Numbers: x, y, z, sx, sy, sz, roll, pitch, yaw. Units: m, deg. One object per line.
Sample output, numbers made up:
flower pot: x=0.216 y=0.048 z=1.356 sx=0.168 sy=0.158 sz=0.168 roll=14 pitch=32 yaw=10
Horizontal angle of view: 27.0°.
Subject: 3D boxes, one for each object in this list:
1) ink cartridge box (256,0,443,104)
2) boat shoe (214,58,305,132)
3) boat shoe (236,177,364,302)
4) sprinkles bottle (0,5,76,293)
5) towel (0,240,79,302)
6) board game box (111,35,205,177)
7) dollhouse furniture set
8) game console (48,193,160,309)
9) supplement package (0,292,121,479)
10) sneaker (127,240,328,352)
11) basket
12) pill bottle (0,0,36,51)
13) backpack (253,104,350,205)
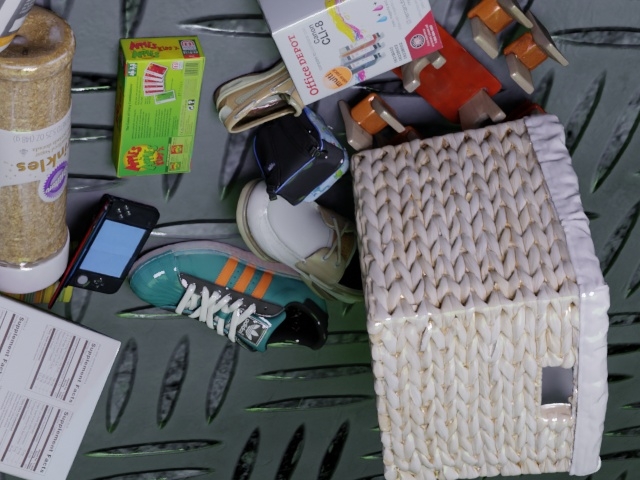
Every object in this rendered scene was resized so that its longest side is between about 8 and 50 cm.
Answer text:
ink cartridge box: x=0.025 y=-0.262 z=1.502 sx=0.176 sy=0.127 sz=0.128 roll=-23 pitch=140 yaw=3
boat shoe: x=-0.032 y=-0.180 z=1.612 sx=0.190 sy=0.072 sz=0.068 roll=-26 pitch=140 yaw=6
boat shoe: x=0.000 y=0.000 z=1.774 sx=0.103 sy=0.113 sz=0.302 roll=7 pitch=163 yaw=32
sprinkles bottle: x=-0.347 y=-0.097 z=1.533 sx=0.121 sy=0.121 sz=0.355 roll=-6 pitch=137 yaw=-18
towel: x=-0.435 y=0.039 z=1.727 sx=0.237 sy=0.021 sz=0.102 roll=1 pitch=130 yaw=-23
board game box: x=-0.195 y=-0.158 z=1.589 sx=0.092 sy=0.043 sz=0.181 roll=-5 pitch=137 yaw=-18
dollhouse furniture set: x=0.190 y=-0.182 z=1.694 sx=0.262 sy=0.135 sz=0.259 roll=-39 pitch=126 yaw=20
game console: x=-0.276 y=0.023 z=1.706 sx=0.124 sy=0.085 sz=0.144 roll=16 pitch=117 yaw=-36
supplement package: x=-0.430 y=0.155 z=1.630 sx=0.263 sy=0.199 sz=0.198 roll=26 pitch=82 yaw=-36
sneaker: x=-0.115 y=0.085 z=1.833 sx=0.302 sy=0.121 sz=0.108 roll=9 pitch=131 yaw=-31
basket: x=0.185 y=0.074 z=1.613 sx=0.267 sy=0.331 sz=0.328 roll=-6 pitch=133 yaw=2
pill bottle: x=-0.311 y=-0.322 z=1.267 sx=0.162 sy=0.162 sz=0.278 roll=16 pitch=127 yaw=-36
backpack: x=-0.026 y=-0.109 z=1.660 sx=0.105 sy=0.114 sz=0.084 roll=-43 pitch=139 yaw=19
